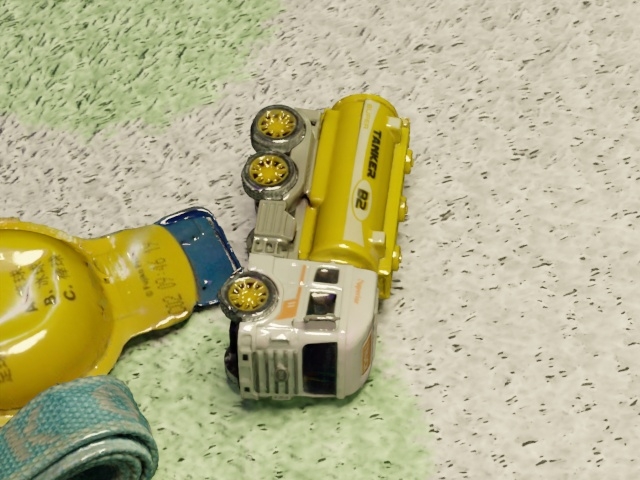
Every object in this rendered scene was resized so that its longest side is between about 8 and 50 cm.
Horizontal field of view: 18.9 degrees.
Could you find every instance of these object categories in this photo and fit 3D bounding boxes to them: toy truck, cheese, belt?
[{"bbox_3d":[0.000,0.000,1.313,0.114,0.098,0.227,6,54,5],"label":"toy truck"},{"bbox_3d":[-0.186,0.045,1.337,0.270,0.069,0.177,-19,56,-15],"label":"cheese"},{"bbox_3d":[-0.251,0.171,1.226,0.302,0.087,0.072,-21,54,-14],"label":"belt"}]
